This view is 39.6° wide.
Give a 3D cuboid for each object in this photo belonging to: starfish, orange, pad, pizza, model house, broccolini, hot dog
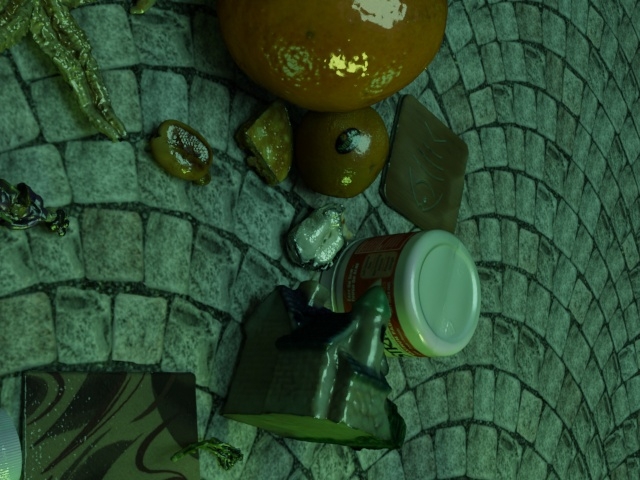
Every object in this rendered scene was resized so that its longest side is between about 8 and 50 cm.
[{"bbox_3d":[-0.405,-0.322,1.366,0.324,0.082,0.432,39,54,-41],"label":"starfish"},{"bbox_3d":[0.018,-0.417,1.618,0.424,0.424,0.326,-25,145,-45],"label":"orange"},{"bbox_3d":[0.253,-0.164,2.096,0.286,0.018,0.284,32,62,-39],"label":"pad"},{"bbox_3d":[-0.107,-0.196,1.696,0.134,0.046,0.175,20,70,-45],"label":"pizza"},{"bbox_3d":[0.007,0.212,1.583,0.243,0.298,0.284,26,66,-42],"label":"model house"},{"bbox_3d":[0.041,-0.182,1.750,0.206,0.206,0.206,7,80,-46],"label":"orange"},{"bbox_3d":[-0.199,0.361,1.513,0.194,0.054,0.052,24,33,-55],"label":"broccolini"},{"bbox_3d":[-0.236,-0.150,1.549,0.140,0.060,0.090,28,69,-34],"label":"hot dog"},{"bbox_3d":[-0.323,0.316,1.412,0.330,0.004,0.220,9,71,-46],"label":"pad"}]

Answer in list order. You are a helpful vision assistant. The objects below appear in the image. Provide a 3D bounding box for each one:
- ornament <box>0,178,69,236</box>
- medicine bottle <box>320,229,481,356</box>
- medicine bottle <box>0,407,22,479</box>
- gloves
[{"bbox_3d":[-0.453,-0.062,1.301,0.203,0.088,0.081,26,42,-55],"label":"ornament"},{"bbox_3d":[0.165,0.111,1.807,0.252,0.241,0.253,7,80,-45],"label":"medicine bottle"},{"bbox_3d":[-0.515,0.292,1.133,0.225,0.139,0.139,-6,89,-47],"label":"medicine bottle"},{"bbox_3d":[-0.003,-0.001,1.767,0.153,0.070,0.114,-41,123,-34],"label":"gloves"}]
